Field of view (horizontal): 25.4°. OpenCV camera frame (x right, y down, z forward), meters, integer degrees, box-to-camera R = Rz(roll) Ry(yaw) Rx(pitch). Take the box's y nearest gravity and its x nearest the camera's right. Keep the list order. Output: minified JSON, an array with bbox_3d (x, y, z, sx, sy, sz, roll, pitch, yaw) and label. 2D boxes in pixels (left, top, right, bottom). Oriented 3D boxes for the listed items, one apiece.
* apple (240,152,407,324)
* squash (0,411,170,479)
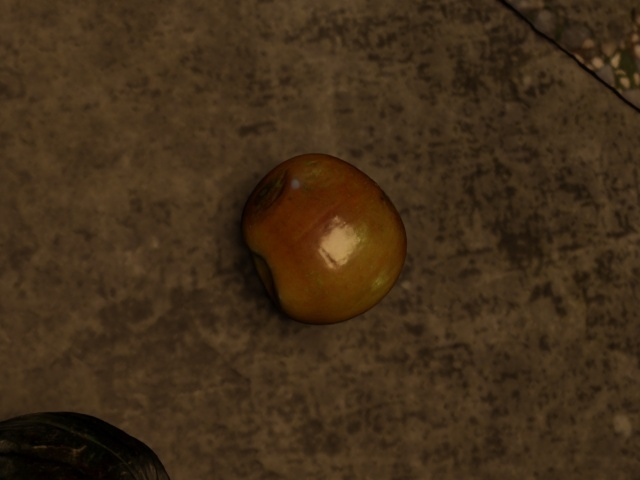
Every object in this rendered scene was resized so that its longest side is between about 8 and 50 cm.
[{"bbox_3d":[0.000,0.000,0.950,0.102,0.099,0.114,-37,99,-19],"label":"apple"},{"bbox_3d":[-0.149,0.196,0.819,0.193,0.155,0.193,-15,107,-57],"label":"squash"}]
